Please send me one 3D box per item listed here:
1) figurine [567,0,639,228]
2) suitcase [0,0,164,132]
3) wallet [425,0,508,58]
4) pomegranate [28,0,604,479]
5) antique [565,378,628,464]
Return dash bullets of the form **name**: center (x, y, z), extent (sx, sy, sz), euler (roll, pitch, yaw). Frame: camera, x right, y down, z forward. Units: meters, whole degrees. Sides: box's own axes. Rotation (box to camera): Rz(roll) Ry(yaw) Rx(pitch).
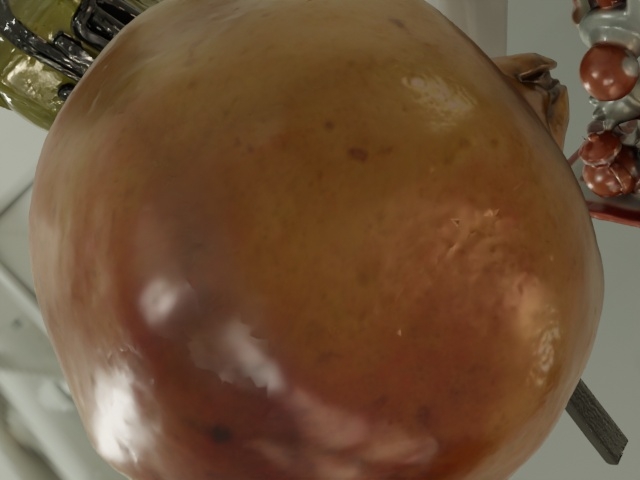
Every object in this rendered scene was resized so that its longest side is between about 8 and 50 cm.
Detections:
- **figurine**: center (0.192, -0.149, 0.936), extent (0.160, 0.183, 0.226), euler (14, 144, 48)
- **suitcase**: center (-0.218, -0.188, 1.426), extent (0.194, 0.143, 0.235), euler (30, -156, -36)
- **wallet**: center (0.086, -0.150, 0.969), extent (0.095, 0.033, 0.190), euler (43, -136, -51)
- **pomegranate**: center (-0.004, 0.005, 0.578), extent (0.209, 0.209, 0.209), euler (45, -168, -12)
- **antique**: center (0.231, 0.138, 1.527), extent (0.015, 0.031, 0.192), euler (-3, 134, 48)
